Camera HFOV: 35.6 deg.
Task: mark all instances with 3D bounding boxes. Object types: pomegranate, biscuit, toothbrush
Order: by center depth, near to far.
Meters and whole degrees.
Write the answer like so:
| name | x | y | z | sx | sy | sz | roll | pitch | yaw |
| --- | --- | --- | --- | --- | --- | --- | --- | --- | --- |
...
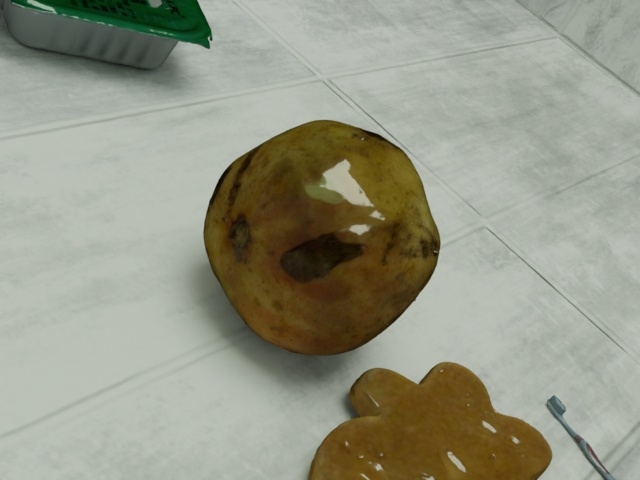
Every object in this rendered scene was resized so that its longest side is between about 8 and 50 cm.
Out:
| name | x | y | z | sx | sy | sz | roll | pitch | yaw |
| --- | --- | --- | --- | --- | --- | --- | --- | --- | --- |
| biscuit | 0.126 | 0.263 | 1.119 | 0.275 | 0.052 | 0.355 | 40 | 36 | 14 |
| pomegranate | 0.000 | 0.000 | 1.180 | 0.281 | 0.281 | 0.281 | 20 | 35 | -15 |
| toothbrush | 0.358 | 0.282 | 1.303 | 0.013 | 0.019 | 0.193 | -4 | 48 | -41 |

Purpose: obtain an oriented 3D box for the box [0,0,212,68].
| name | x | y | z | sx | sy | sz | roll | pitch | yaw |
| --- | --- | --- | --- | --- | --- | --- | --- | --- | --- |
| box | -0.352 | -0.359 | 1.510 | 0.337 | 0.106 | 0.264 | 7 | 41 | -32 |
